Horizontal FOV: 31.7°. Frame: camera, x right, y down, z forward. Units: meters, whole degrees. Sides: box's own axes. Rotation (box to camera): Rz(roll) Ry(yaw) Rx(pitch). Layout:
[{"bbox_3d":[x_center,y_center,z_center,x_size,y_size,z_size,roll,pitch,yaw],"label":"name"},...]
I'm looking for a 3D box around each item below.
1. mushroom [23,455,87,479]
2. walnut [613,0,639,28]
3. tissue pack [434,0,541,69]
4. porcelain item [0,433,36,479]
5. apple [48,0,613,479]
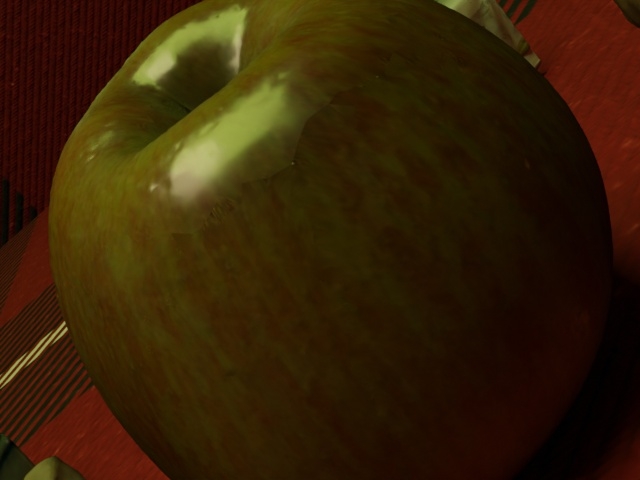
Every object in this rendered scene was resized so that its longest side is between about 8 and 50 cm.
[{"bbox_3d":[-0.213,0.215,0.594,0.173,0.162,0.236,-35,16,13],"label":"mushroom"},{"bbox_3d":[0.234,-0.191,0.559,0.225,0.225,0.261,-36,12,18],"label":"walnut"},{"bbox_3d":[0.080,-0.116,0.892,0.148,0.099,0.106,-49,18,-24],"label":"tissue pack"},{"bbox_3d":[-0.341,0.255,0.792,0.281,0.157,0.286,-32,20,25],"label":"porcelain item"},{"bbox_3d":[0.000,0.000,0.530,0.264,0.264,0.264,-37,17,13],"label":"apple"}]
